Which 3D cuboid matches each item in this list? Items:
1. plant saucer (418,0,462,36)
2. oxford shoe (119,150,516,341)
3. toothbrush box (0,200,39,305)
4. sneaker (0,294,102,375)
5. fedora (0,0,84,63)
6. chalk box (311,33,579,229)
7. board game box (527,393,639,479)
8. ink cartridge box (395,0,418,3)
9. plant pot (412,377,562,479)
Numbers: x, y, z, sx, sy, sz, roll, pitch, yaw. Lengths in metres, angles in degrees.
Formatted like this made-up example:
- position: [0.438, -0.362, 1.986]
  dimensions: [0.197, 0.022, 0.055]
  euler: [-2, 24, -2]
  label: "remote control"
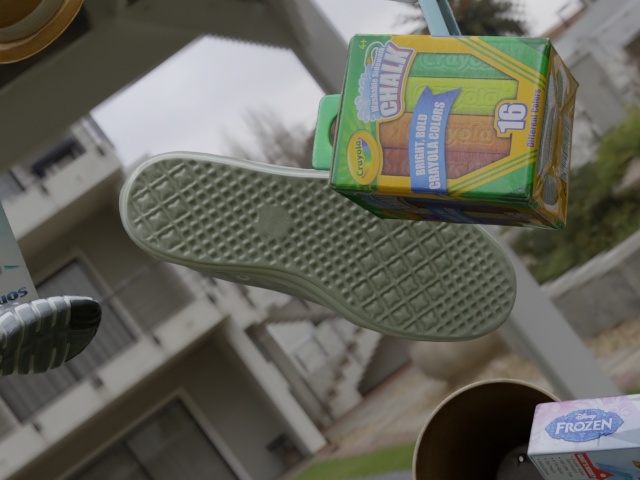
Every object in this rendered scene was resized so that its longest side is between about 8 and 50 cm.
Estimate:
- position: [0.116, -0.211, 1.318]
  dimensions: [0.018, 0.067, 0.192]
  euler: [-31, 35, 16]
  label: "plant saucer"
- position: [0.000, 0.000, 1.522]
  dimensions: [0.130, 0.449, 0.169]
  euler: [172, 112, -81]
  label: "oxford shoe"
- position: [-0.477, -0.041, 1.761]
  dimensions: [0.126, 0.295, 0.216]
  euler: [-22, 19, -16]
  label: "toothbrush box"
- position: [-0.324, 0.070, 1.291]
  dimensions: [0.229, 0.132, 0.086]
  euler: [-19, -43, -46]
  label: "sneaker"
- position: [-0.354, -0.296, 1.541]
  dimensions: [0.194, 0.194, 0.079]
  euler: [-37, -21, 4]
  label: "fedora"
- position: [0.089, -0.088, 1.123]
  dimensions: [0.213, 0.132, 0.132]
  euler: [4, -9, 21]
  label: "chalk box"
- position: [0.408, 0.257, 1.322]
  dimensions: [0.318, 0.318, 0.066]
  euler: [-9, 44, 31]
  label: "board game box"
- position: [0.132, -0.487, 1.866]
  dimensions: [0.197, 0.273, 0.114]
  euler: [-30, 25, -19]
  label: "ink cartridge box"
- position: [0.271, 0.324, 1.894]
  dimensions: [0.237, 0.237, 0.254]
  euler: [-37, -21, 7]
  label: "plant pot"
